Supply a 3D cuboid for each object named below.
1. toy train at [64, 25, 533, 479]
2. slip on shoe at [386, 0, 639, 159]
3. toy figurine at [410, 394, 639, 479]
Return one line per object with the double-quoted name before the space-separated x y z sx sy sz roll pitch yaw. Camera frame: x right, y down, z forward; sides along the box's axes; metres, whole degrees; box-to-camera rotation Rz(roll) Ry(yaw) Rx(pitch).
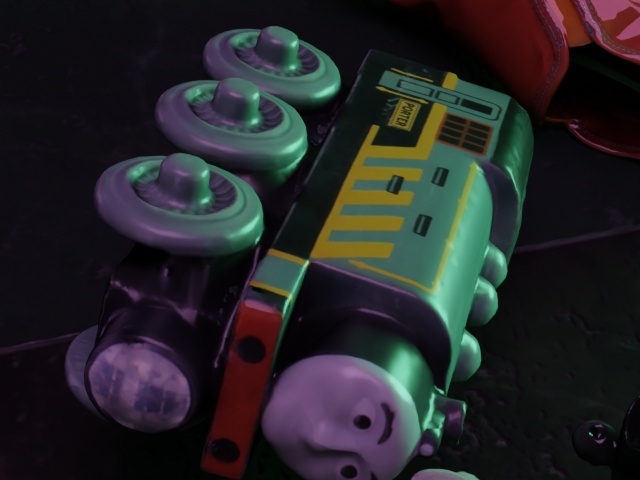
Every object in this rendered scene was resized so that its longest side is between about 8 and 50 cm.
"toy train" 0.000 0.000 0.824 0.190 0.142 0.334 17 29 5
"slip on shoe" 0.142 -0.127 0.994 0.331 0.123 0.101 29 59 11
"toy figurine" 0.132 0.186 0.734 0.209 0.148 0.213 -21 58 -13
